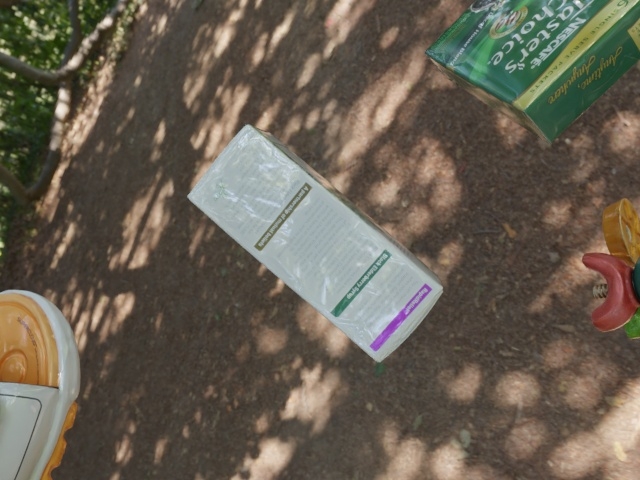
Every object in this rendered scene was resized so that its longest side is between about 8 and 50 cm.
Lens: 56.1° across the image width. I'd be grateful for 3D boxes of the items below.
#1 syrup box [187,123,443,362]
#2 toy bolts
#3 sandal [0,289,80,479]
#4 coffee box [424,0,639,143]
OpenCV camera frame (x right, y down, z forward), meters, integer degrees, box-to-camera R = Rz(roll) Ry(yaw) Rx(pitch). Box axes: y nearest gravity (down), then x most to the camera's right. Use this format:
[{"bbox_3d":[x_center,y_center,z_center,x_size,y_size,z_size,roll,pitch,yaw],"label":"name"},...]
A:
[{"bbox_3d":[0.000,0.000,0.584,0.096,0.237,0.093,-49,-4,9],"label":"syrup box"},{"bbox_3d":[0.454,0.032,0.769,0.159,0.229,0.218,-16,75,41],"label":"toy bolts"},{"bbox_3d":[-0.208,0.146,0.317,0.102,0.076,0.265,-3,65,25],"label":"sandal"},{"bbox_3d":[0.165,-0.157,0.473,0.113,0.040,0.184,-44,30,13],"label":"coffee box"}]
